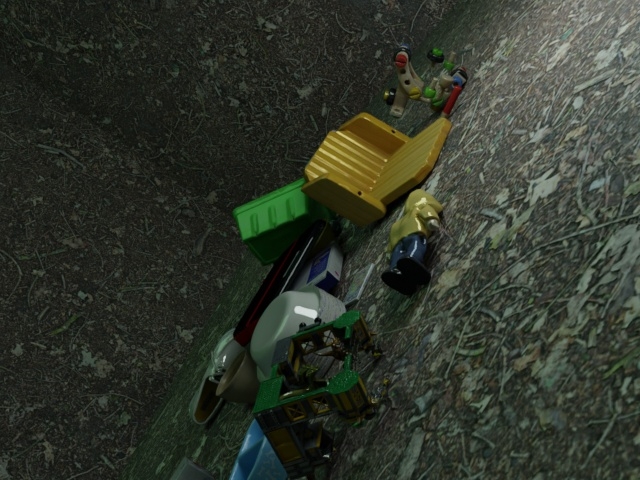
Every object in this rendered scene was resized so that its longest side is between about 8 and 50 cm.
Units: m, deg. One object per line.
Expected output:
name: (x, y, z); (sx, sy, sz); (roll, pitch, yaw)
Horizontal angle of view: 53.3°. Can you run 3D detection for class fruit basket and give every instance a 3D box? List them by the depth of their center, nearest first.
fruit basket: (-0.135, -0.107, 2.562); (0.392, 0.283, 0.392); (-20, 40, 18)

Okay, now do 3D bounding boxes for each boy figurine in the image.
boy figurine: (0.207, -0.007, 1.429); (0.177, 0.092, 0.285); (-46, 13, 39)

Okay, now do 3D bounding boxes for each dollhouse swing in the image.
dollhouse swing: (0.168, -0.276, 1.936); (0.346, 0.315, 0.305); (-60, 2, -38)

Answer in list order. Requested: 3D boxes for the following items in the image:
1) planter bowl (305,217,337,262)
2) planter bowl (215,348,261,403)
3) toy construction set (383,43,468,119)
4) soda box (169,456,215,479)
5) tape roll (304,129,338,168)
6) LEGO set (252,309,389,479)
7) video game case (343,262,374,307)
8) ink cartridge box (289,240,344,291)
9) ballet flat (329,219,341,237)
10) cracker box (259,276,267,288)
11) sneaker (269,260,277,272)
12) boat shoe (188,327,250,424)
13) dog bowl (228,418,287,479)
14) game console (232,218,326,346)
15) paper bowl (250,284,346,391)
planter bowl: (-0.004, 0.036, 2.205); (0.217, 0.090, 0.217); (-51, 12, 15)
planter bowl: (-0.227, 0.426, 1.929); (0.162, 0.109, 0.162); (-51, 12, 15)
toy construction set: (0.339, -0.469, 2.083); (0.308, 0.258, 0.237); (-106, 29, -48)
soda box: (-0.417, 0.759, 1.775); (0.286, 0.098, 0.091); (-58, 11, -15)
tape roll: (0.089, -0.258, 2.290); (0.169, 0.246, 0.246); (-51, 11, 19)
LEGO set: (0.018, 0.304, 1.225); (0.255, 0.192, 0.331); (-24, 19, 5)
video game case: (0.100, 0.123, 1.705); (0.087, 0.011, 0.122); (-39, 19, 54)
ink cartridge box: (-0.020, 0.118, 1.920); (0.176, 0.069, 0.371); (-38, 7, 14)
ballet flat: (0.000, 0.000, 2.362); (0.203, 0.074, 0.074); (-39, 18, 37)
cracker box: (-0.144, 0.191, 2.240); (0.156, 0.067, 0.232); (-21, 24, 20)
sneaker: (-0.130, 0.081, 2.573); (0.100, 0.108, 0.271); (-50, 10, 33)
boat shoe: (-0.354, 0.482, 2.248); (0.367, 0.136, 0.156); (-60, 11, -9)
dog bowl: (-0.128, 0.482, 1.432); (0.166, 0.074, 0.297); (-47, 12, 35)
game console: (-0.127, 0.138, 2.001); (0.342, 0.060, 0.386); (-41, 17, 53)
paper bowl: (-0.071, 0.244, 1.624); (0.284, 0.148, 0.284); (-48, 21, 25)
